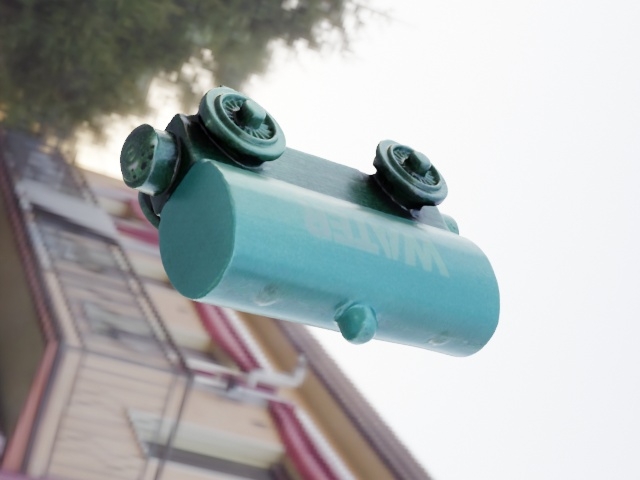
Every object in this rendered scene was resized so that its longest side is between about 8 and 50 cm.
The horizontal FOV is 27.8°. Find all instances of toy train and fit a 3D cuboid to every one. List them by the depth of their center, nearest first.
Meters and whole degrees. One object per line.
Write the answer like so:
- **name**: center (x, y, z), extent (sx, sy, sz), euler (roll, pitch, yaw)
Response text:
- **toy train**: center (0.000, 0.000, 0.771), extent (0.101, 0.248, 0.159), euler (-52, -138, 28)
